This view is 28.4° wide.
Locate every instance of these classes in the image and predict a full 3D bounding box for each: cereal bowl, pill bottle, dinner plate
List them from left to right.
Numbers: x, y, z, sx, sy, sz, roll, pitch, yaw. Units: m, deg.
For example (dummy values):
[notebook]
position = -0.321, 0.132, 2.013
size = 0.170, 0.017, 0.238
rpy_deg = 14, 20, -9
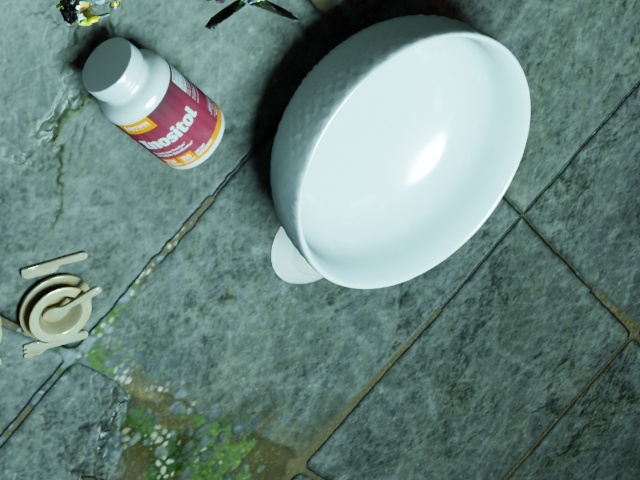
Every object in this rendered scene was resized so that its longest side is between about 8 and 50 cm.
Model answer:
[pill bottle]
position = -0.174, -0.143, 1.311
size = 0.086, 0.086, 0.152
rpy_deg = -49, 139, 3
[dinner plate]
position = 0.000, 0.000, 1.625
size = 0.141, 0.017, 0.141
rpy_deg = -21, 132, -25
[cereal bowl]
position = 0.077, -0.118, 1.499
size = 0.339, 0.141, 0.339
rpy_deg = -22, 133, -26

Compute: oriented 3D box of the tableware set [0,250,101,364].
[tableware set]
position = -0.338, 0.096, 1.400
size = 0.194, 0.039, 0.128
rpy_deg = -17, 131, -30

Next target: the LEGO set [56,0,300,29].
[LEGO set]
position = -0.189, -0.254, 1.064
size = 0.255, 0.331, 0.192
rpy_deg = -36, 144, -44
